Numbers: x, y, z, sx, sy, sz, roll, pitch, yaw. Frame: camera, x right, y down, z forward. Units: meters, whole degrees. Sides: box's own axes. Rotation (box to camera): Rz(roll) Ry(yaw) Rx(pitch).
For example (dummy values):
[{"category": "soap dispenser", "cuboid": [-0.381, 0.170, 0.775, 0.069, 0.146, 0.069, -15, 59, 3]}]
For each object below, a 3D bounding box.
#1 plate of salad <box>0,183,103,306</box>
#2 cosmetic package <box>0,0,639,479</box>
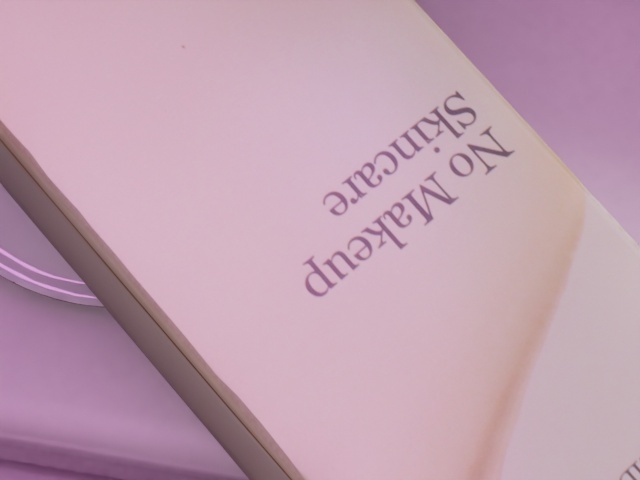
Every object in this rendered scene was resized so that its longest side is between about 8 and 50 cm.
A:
[{"category": "plate of salad", "cuboid": [-0.091, -0.064, 0.615, 0.199, 0.048, 0.200, 2, 74, -5]}, {"category": "cosmetic package", "cuboid": [0.000, 0.000, 0.523, 0.160, 0.113, 0.309, -40, 81, -15]}]
